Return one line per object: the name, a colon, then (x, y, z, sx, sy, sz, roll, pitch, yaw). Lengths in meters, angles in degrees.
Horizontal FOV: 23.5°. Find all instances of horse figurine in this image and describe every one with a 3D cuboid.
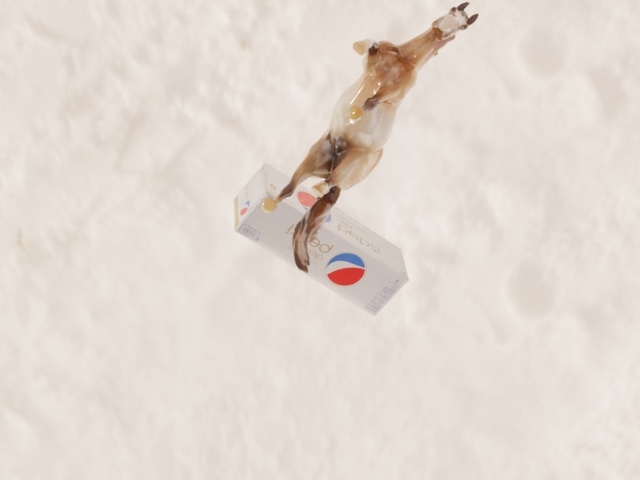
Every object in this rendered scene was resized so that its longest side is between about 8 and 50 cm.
horse figurine: (0.033, -0.102, 1.394, 0.066, 0.174, 0.263, 33, 115, 11)

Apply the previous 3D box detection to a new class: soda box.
soda box: (0.000, 0.000, 1.836, 0.216, 0.074, 0.069, 33, 114, -23)
